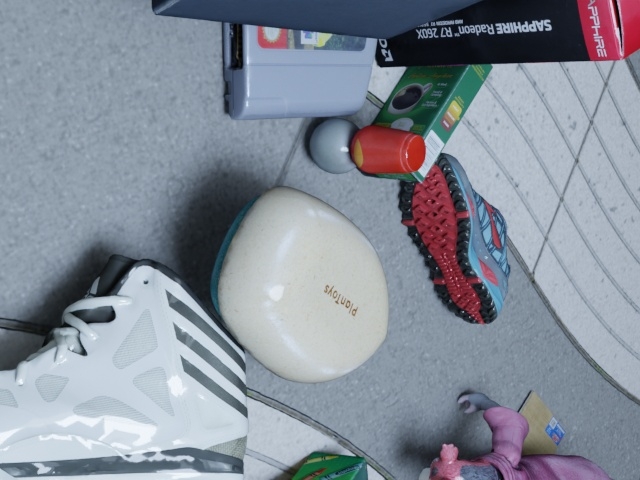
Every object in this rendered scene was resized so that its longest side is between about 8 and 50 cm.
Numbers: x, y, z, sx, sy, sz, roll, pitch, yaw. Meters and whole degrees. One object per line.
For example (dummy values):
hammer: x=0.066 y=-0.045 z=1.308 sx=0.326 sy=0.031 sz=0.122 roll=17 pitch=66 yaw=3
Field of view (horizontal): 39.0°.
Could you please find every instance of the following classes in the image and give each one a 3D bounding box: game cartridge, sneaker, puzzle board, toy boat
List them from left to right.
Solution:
sneaker: x=-0.278 y=0.136 z=0.879 sx=0.447 sy=0.169 sz=0.258 roll=10 pitch=71 yaw=-27
game cartridge: x=-0.019 y=-0.288 z=1.033 sx=0.196 sy=0.060 sz=0.294 roll=-10 pitch=105 yaw=-40
toy boat: x=0.000 y=0.000 z=1.018 sx=0.267 sy=0.148 sz=0.318 roll=48 pitch=62 yaw=-45
sneaker: x=0.193 y=-0.018 z=1.235 sx=0.125 sy=0.104 sz=0.262 roll=-50 pitch=130 yaw=-40
puzzle board: x=0.344 y=0.314 z=1.452 sx=0.128 sy=0.011 sz=0.096 roll=48 pitch=69 yaw=-34

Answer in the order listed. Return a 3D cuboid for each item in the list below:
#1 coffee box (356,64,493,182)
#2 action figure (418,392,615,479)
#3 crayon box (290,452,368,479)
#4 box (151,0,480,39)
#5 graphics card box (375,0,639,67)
coffee box: x=0.127 y=-0.159 z=1.129 sx=0.040 sy=0.113 sz=0.184 roll=41 pitch=72 yaw=-34
action figure: x=0.257 y=0.370 z=1.248 sx=0.370 sy=0.275 sz=0.248 roll=34 pitch=84 yaw=-51
crayon box: x=0.005 y=0.429 z=1.127 sx=0.165 sy=0.081 sz=0.279 roll=-36 pitch=124 yaw=-64
box: x=0.000 y=-0.419 z=0.862 sx=0.293 sy=0.212 sz=0.396 roll=-2 pitch=86 yaw=-35
graphics card box: x=0.251 y=-0.282 z=1.036 sx=0.232 sy=0.370 sz=0.094 roll=-33 pitch=117 yaw=-29
